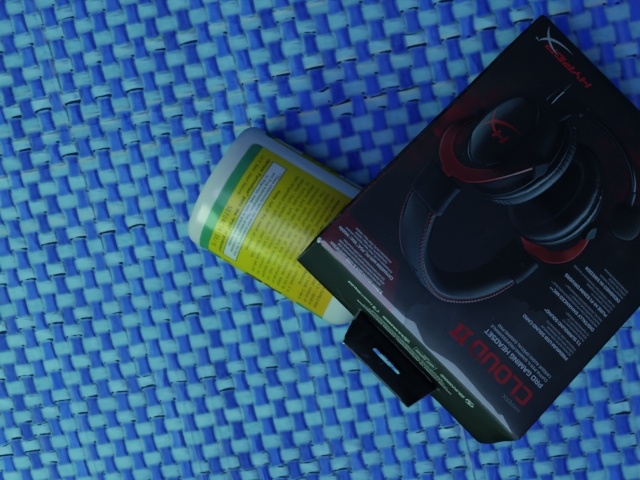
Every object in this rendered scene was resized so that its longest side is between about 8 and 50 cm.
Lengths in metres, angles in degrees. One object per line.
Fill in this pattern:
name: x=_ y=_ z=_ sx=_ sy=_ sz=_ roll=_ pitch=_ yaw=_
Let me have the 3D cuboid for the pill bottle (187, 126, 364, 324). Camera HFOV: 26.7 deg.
pill bottle: x=0.000 y=0.000 z=1.173 sx=0.208 sy=0.117 sz=0.117 roll=30 pitch=108 yaw=4

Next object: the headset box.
headset box: x=0.141 y=0.004 z=1.074 sx=0.218 sy=0.110 sz=0.293 roll=46 pitch=77 yaw=0
